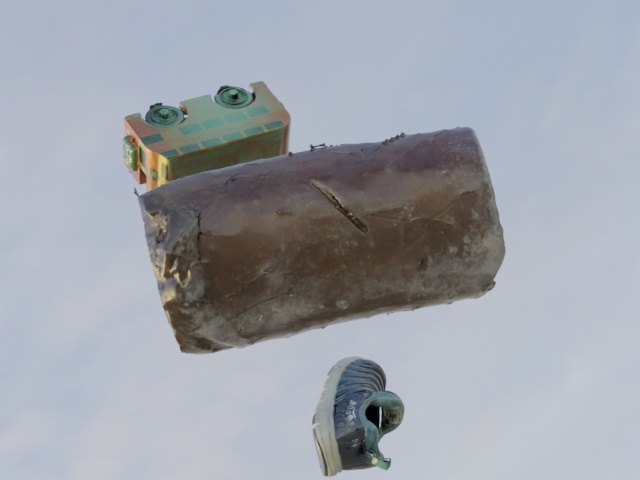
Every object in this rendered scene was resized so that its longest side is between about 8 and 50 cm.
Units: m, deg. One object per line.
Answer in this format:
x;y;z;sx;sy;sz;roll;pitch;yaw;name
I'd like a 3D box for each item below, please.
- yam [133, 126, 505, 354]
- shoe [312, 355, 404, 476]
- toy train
0.000;0.001;0.647;0.141;0.079;0.079;-12;-37;1;yam
0.037;0.148;1.362;0.071;0.143;0.064;-1;-64;14;shoe
-0.112;-0.105;1.647;0.188;0.099;0.072;-17;-47;-23;toy train
